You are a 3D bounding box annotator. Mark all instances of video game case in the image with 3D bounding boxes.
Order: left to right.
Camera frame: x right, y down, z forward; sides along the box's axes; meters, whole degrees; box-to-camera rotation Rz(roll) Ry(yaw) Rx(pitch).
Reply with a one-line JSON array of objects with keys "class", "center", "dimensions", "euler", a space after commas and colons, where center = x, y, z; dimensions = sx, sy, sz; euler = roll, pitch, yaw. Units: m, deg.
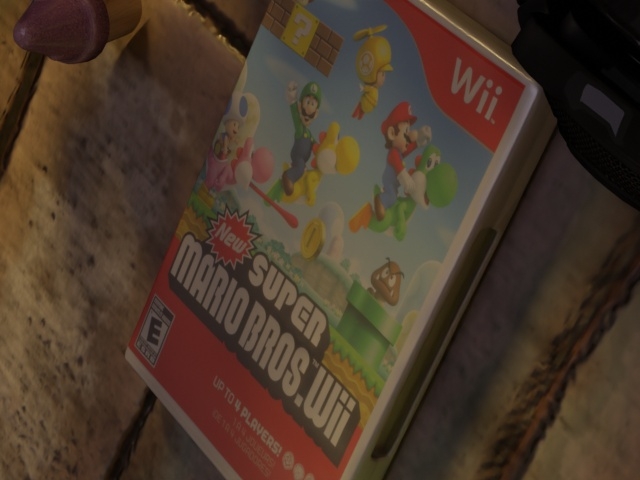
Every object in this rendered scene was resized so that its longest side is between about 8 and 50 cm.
[{"class": "video game case", "center": [0.000, 0.000, 0.918], "dimensions": [0.204, 0.025, 0.285], "euler": [44, 118, 42]}]

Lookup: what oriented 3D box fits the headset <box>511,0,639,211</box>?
[{"class": "headset", "center": [0.203, -0.071, 0.644], "dimensions": [0.243, 0.185, 0.394], "euler": [-31, 49, 39]}]

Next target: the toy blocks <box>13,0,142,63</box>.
[{"class": "toy blocks", "center": [-0.225, -0.234, 0.944], "dimensions": [0.309, 0.260, 0.288], "euler": [38, 125, 15]}]
